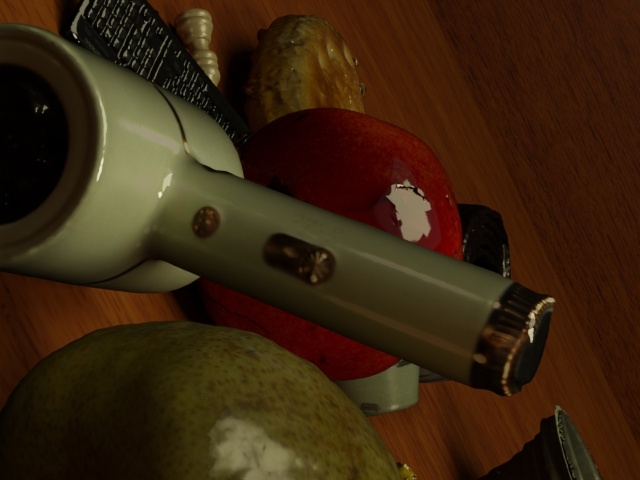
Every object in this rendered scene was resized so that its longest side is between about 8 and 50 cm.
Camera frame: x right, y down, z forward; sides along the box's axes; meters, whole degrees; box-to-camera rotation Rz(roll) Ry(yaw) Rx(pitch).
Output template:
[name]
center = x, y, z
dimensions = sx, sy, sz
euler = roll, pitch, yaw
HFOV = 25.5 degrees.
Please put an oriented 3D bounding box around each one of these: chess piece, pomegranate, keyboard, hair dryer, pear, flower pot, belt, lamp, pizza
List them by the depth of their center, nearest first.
[pear]
center = -0.052, 0.150, 0.674
dimensions = 0.211, 0.188, 0.229
euler = 22, 45, -51
[hair dryer]
center = -0.030, 0.002, 0.758
dimensions = 0.128, 0.362, 0.203
euler = -69, 160, 0
[pomegranate]
center = 0.000, 0.000, 1.063
dimensions = 0.210, 0.210, 0.235
euler = 58, -15, -29
[keyboard]
center = -0.115, -0.109, 1.117
dimensions = 0.250, 0.017, 0.087
euler = 52, 49, -43
[lamp]
center = 0.027, 0.042, 1.216
dimensions = 0.121, 0.121, 0.215
euler = -6, 87, -74
[chess piece]
center = -0.105, -0.157, 1.251
dimensions = 0.035, 0.035, 0.092
euler = 35, 38, -62
[pizza]
center = -0.006, -0.105, 1.406
dimensions = 0.335, 0.086, 0.226
euler = -83, 151, -59
[belt]
center = 0.098, 0.050, 1.408
dimensions = 0.289, 0.164, 0.184
euler = 15, 79, -73
[flower pot]
center = 0.246, 0.310, 1.535
dimensions = 0.235, 0.140, 0.235
euler = 59, 17, -31

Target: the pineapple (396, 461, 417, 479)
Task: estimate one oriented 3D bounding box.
[pineapple]
center = 0.060, 0.243, 1.178
dimensions = 0.116, 0.069, 0.137
euler = 40, 21, -48
